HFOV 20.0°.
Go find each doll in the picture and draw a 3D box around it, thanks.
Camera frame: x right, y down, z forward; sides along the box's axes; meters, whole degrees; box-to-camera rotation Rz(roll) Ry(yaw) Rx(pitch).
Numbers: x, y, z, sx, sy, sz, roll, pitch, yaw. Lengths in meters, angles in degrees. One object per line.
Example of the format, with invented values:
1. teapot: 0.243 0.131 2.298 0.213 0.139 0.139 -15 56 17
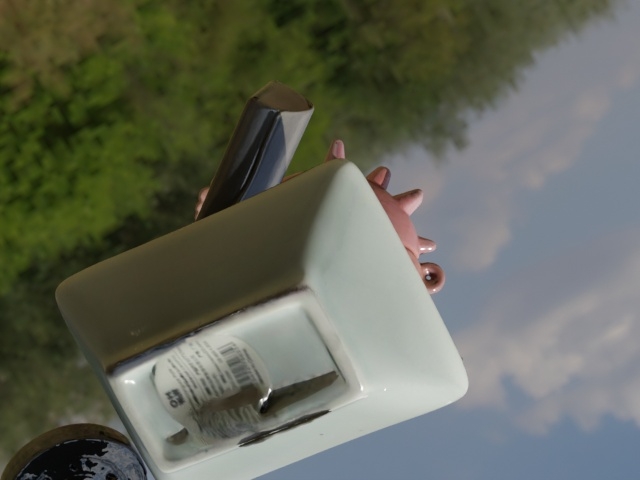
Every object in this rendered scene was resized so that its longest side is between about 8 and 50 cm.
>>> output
1. doll: 0.000 0.000 1.834 0.211 0.262 0.093 -60 173 -22

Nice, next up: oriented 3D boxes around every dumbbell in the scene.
1. dumbbell: -0.207 0.270 1.648 0.143 0.143 0.325 -31 -144 -4

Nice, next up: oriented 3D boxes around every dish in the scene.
1. dish: -0.049 0.076 1.184 0.243 0.182 0.080 -23 -167 23

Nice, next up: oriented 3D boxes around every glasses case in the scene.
1. glasses case: -0.064 -0.021 1.301 0.191 0.042 0.072 -65 168 23
